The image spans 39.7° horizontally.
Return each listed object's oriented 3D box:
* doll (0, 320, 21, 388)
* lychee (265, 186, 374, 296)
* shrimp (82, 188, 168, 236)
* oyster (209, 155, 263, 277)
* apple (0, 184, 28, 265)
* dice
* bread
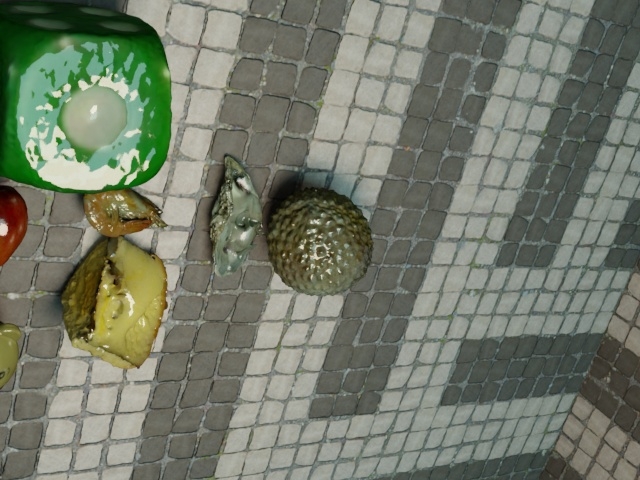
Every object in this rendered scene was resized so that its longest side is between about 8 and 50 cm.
[{"bbox_3d":[-0.738,0.243,1.777,0.260,0.162,0.177,-7,140,-28],"label":"doll"},{"bbox_3d":[0.000,0.000,2.061,0.255,0.255,0.274,-30,145,-15],"label":"lychee"},{"bbox_3d":[-0.414,-0.057,1.871,0.217,0.051,0.115,23,79,-47],"label":"shrimp"},{"bbox_3d":[-0.203,-0.037,2.013,0.199,0.087,0.252,-47,140,-14],"label":"oyster"},{"bbox_3d":[-0.638,-0.025,1.684,0.155,0.147,0.158,7,103,-8],"label":"apple"},{"bbox_3d":[-0.446,-0.258,1.583,0.297,0.300,0.287,-6,116,-29],"label":"dice"},{"bbox_3d":[-0.440,0.139,1.913,0.204,0.162,0.262,34,62,-38],"label":"bread"}]
